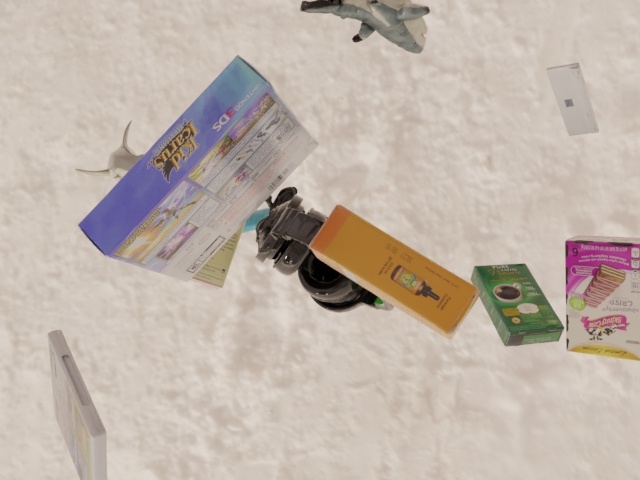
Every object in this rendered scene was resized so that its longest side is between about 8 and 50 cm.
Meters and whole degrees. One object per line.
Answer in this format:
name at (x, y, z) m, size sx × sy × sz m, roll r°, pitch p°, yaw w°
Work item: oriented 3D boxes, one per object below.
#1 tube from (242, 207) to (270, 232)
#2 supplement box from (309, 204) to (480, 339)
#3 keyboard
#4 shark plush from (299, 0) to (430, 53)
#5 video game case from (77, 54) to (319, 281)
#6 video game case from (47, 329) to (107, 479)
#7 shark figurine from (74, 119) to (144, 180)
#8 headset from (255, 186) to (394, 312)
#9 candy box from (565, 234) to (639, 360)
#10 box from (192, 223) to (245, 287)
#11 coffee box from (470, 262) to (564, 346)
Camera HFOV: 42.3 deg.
tube at (-0.163, -0.050, 2.022) m, size 0.207 × 0.052 × 0.080 m, roll -13°, pitch 36°, yaw 24°
supplement box at (0.102, 0.045, 1.155) m, size 0.233 × 0.080 × 0.078 m, roll 32°, pitch 81°, yaw 17°
keyboard at (0.580, -0.318, 1.895) m, size 0.072 × 0.256 × 0.014 m, roll 0°, pitch 61°, yaw 29°
shark plush at (0.058, -0.259, 0.971) m, size 0.073 × 0.161 × 0.067 m, roll 54°, pitch 137°, yaw 43°
video game case at (-0.139, -0.075, 1.036) m, size 0.061 × 0.244 × 0.269 m, roll 44°, pitch 92°, yaw 15°
video game case at (-0.350, 0.266, 1.197) m, size 0.023 × 0.212 × 0.193 m, roll -15°, pitch 49°, yaw -28°
shark figurine at (-0.323, -0.153, 1.452) m, size 0.278 × 0.166 × 0.116 m, roll 7°, pitch 85°, yaw 61°
headset at (0.000, 0.000, 1.440) m, size 0.394 × 0.243 × 0.185 m, roll 14°, pitch 69°, yaw 55°
candy box at (0.572, 0.111, 1.640) m, size 0.159 × 0.071 × 0.233 m, roll 3°, pitch 101°, yaw 38°
box at (-0.236, -0.025, 1.821) m, size 0.117 × 0.213 × 0.242 m, roll 20°, pitch 84°, yaw -8°
coffee box at (0.364, 0.117, 1.546) m, size 0.113 × 0.040 × 0.184 m, roll -4°, pitch 40°, yaw -14°
